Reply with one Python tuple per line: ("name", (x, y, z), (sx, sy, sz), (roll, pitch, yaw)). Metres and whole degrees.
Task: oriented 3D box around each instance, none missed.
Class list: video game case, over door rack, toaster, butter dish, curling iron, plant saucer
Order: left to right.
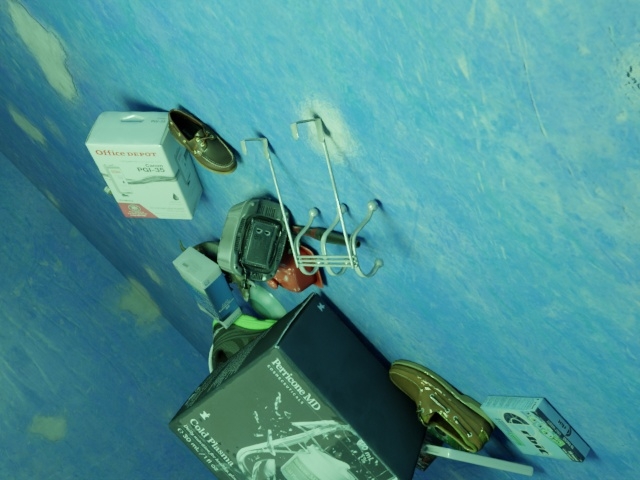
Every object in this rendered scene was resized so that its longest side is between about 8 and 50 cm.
("toaster", (-0.167, 0.007, 1.478), (0.129, 0.227, 0.146), (14, 175, -26))
("plant saucer", (-0.187, 0.219, 2.041), (0.195, 0.037, 0.195), (34, 154, 19))
("butter dish", (-0.089, 0.075, 1.566), (0.160, 0.118, 0.160), (29, 152, 31))
("over door rack", (-0.007, -0.084, 1.230), (0.239, 0.108, 0.324), (-3, 114, 58))
("curling iron", (0.000, 0.000, 1.403), (0.274, 0.035, 0.068), (2, 96, 50))
("video game case", (0.387, 0.555, 1.569), (0.227, 0.026, 0.206), (15, 163, -9))

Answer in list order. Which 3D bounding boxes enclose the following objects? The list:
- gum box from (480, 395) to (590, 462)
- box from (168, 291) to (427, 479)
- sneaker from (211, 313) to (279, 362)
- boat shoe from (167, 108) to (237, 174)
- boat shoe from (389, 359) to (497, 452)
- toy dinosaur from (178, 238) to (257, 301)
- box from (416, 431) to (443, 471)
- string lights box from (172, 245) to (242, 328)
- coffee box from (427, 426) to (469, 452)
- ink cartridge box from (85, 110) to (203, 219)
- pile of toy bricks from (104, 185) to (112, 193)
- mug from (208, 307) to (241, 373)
("gum box", (0.464, 0.409, 1.349), (0.157, 0.041, 0.184), (47, 156, -6))
("box", (-0.055, 0.485, 1.656), (0.480, 0.297, 0.471), (47, 119, -4))
("sneaker", (-0.159, 0.351, 1.930), (0.482, 0.202, 0.185), (2, 164, 42))
("boat shoe", (-0.278, -0.230, 1.423), (0.207, 0.073, 0.073), (35, 156, 17))
("boat shoe", (0.285, 0.409, 1.544), (0.307, 0.104, 0.111), (26, 150, 34))
("toy dinosaur", (-0.300, 0.064, 1.913), (0.313, 0.121, 0.160), (43, 144, 12))
("box", (0.210, 0.588, 1.893), (0.307, 0.076, 0.242), (22, 150, 12))
("string lights box", (-0.339, 0.147, 1.870), (0.133, 0.077, 0.260), (30, 153, 30))
("coffee box", (0.337, 0.516, 1.713), (0.184, 0.040, 0.113), (28, 152, 31))
("ink cartridge box", (-0.450, -0.189, 1.602), (0.207, 0.117, 0.283), (3, 143, 10))
("pile of toy bricks", (-0.530, -0.207, 1.805), (0.118, 0.105, 0.212), (38, 114, 5))
("mug", (-0.262, 0.422, 2.253), (0.328, 0.276, 0.374), (92, 158, -67))
